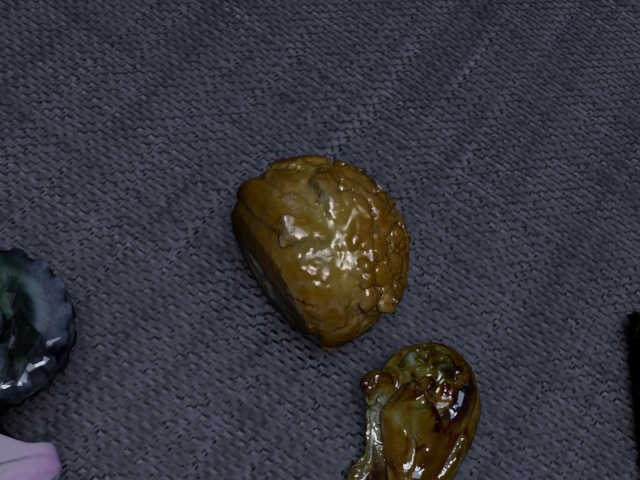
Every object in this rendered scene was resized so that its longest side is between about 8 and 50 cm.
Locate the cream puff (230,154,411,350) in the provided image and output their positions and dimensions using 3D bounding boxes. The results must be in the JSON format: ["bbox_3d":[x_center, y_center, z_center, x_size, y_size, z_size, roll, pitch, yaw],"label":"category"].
[{"bbox_3d":[0.004,0.001,0.672,0.103,0.144,0.126,-31,107,-14],"label":"cream puff"}]

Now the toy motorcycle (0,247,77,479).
[{"bbox_3d":[-0.279,0.123,0.535,0.327,0.143,0.188,-19,68,-14],"label":"toy motorcycle"}]

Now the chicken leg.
[{"bbox_3d":[0.049,0.145,0.649,0.093,0.070,0.178,31,70,-25],"label":"chicken leg"}]

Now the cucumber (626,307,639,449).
[{"bbox_3d":[0.248,0.133,0.711,0.053,0.053,0.182,7,63,-10],"label":"cucumber"}]
